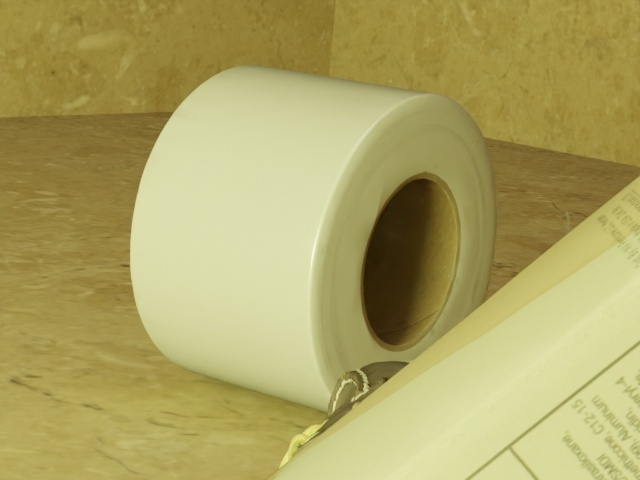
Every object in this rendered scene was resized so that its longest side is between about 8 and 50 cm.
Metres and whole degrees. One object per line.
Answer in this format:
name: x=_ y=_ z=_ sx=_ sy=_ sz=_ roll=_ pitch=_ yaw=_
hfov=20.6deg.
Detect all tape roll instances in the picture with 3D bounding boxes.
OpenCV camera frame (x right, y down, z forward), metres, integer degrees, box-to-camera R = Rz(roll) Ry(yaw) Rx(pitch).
tape roll: x=0.000 y=0.000 z=1.310 sx=0.169 sy=0.246 sz=0.246 roll=13 pitch=13 yaw=35

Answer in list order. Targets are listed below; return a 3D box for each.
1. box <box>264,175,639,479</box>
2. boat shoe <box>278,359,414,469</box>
box: x=0.061 y=0.112 z=0.552 sx=0.311 sy=0.148 sz=0.121 roll=-38 pitch=7 yaw=7
boat shoe: x=0.027 y=0.139 z=0.946 sx=0.096 sy=0.117 sz=0.324 roll=7 pitch=16 yaw=-8
